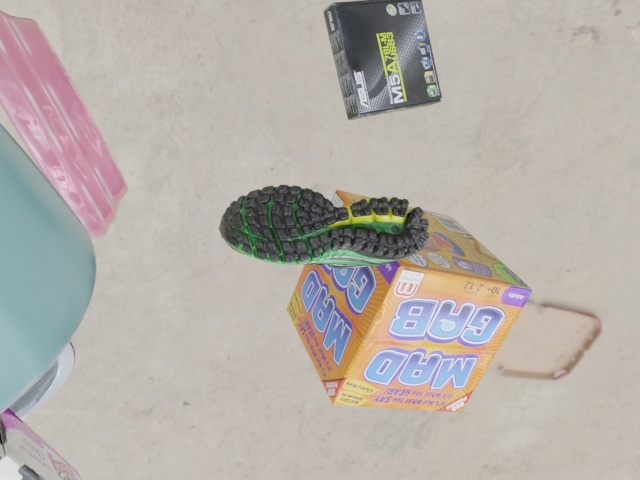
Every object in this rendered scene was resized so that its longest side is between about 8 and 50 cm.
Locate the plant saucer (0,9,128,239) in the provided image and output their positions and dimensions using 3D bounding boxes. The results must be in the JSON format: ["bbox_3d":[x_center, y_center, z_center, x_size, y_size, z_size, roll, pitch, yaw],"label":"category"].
[{"bbox_3d":[-0.357,-0.162,0.825,0.084,0.332,0.332,-30,128,-15],"label":"plant saucer"}]

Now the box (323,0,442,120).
[{"bbox_3d":[0.110,-0.315,1.048,0.184,0.045,0.190,-15,96,-30],"label":"box"}]

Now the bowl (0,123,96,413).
[{"bbox_3d":[-0.311,-0.014,0.356,0.312,0.311,0.163,-9,130,-11],"label":"bowl"}]

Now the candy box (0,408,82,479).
[{"bbox_3d":[-0.320,0.240,0.472,0.234,0.071,0.159,-29,139,-16],"label":"candy box"}]

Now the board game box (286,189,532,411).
[{"bbox_3d":[0.184,0.142,1.438,0.357,0.356,0.356,11,114,-27],"label":"board game box"}]

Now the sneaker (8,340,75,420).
[{"bbox_3d":[-0.347,0.156,0.683,0.258,0.091,0.094,-31,89,27],"label":"sneaker"}]

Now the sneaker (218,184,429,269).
[{"bbox_3d":[0.000,0.000,1.037,0.344,0.134,0.146,6,159,-12],"label":"sneaker"}]
